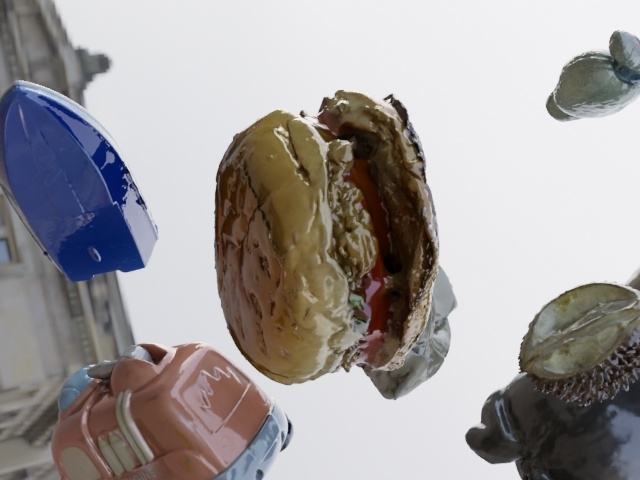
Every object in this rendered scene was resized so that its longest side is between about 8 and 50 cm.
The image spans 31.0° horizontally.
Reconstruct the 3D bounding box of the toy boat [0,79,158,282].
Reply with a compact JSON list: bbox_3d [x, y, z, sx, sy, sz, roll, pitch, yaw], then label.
[{"bbox_3d":[-0.252,-0.066,1.150,0.295,0.129,0.088,77,2,-60],"label":"toy boat"}]

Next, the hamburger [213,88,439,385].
[{"bbox_3d":[0.000,0.000,0.957,0.244,0.163,0.244,176,-90,-79],"label":"hamburger"}]

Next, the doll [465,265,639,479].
[{"bbox_3d":[0.364,0.175,1.474,0.252,0.382,0.378,36,-34,49],"label":"doll"}]

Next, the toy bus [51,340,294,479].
[{"bbox_3d":[-0.190,0.233,1.344,0.288,0.194,0.232,-24,-70,36],"label":"toy bus"}]

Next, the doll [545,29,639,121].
[{"bbox_3d":[0.339,-0.189,1.401,0.214,0.103,0.071,120,-17,-70],"label":"doll"}]

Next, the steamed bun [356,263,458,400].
[{"bbox_3d":[0.081,0.068,1.315,0.211,0.144,0.218,51,-14,55],"label":"steamed bun"}]

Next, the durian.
[{"bbox_3d":[0.308,0.116,1.246,0.091,0.188,0.148,52,16,-26],"label":"durian"}]
